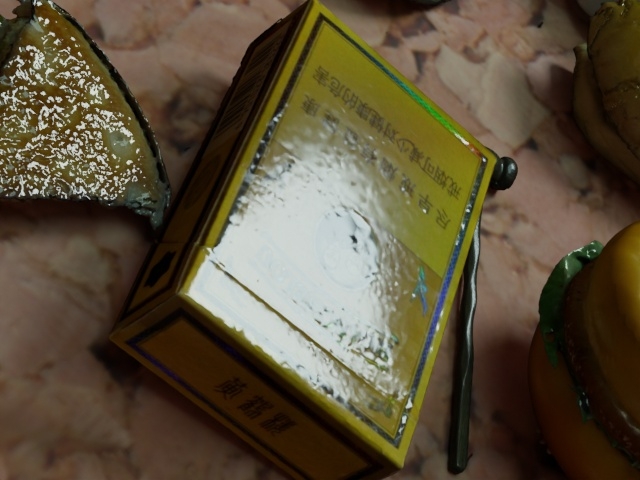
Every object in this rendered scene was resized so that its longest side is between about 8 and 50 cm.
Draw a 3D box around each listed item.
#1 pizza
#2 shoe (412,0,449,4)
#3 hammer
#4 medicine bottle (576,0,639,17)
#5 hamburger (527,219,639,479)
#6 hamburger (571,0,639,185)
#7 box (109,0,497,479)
[{"bbox_3d":[-0.192,-0.063,1.086,0.185,0.052,0.195,57,41,0],"label":"pizza"},{"bbox_3d":[0.126,-0.302,1.421,0.114,0.137,0.291,42,46,-4],"label":"shoe"},{"bbox_3d":[0.113,0.045,1.257,0.058,0.029,0.292,23,52,-20],"label":"hammer"},{"bbox_3d":[0.340,-0.235,1.546,0.324,0.124,0.179,30,46,-19],"label":"medicine bottle"},{"bbox_3d":[0.256,0.110,1.215,0.246,0.170,0.246,23,38,-19],"label":"hamburger"},{"bbox_3d":[0.319,-0.092,1.429,0.262,0.124,0.131,35,47,-11],"label":"hamburger"},{"bbox_3d":[0.000,0.000,1.146,0.193,0.084,0.301,38,45,-18],"label":"box"}]
